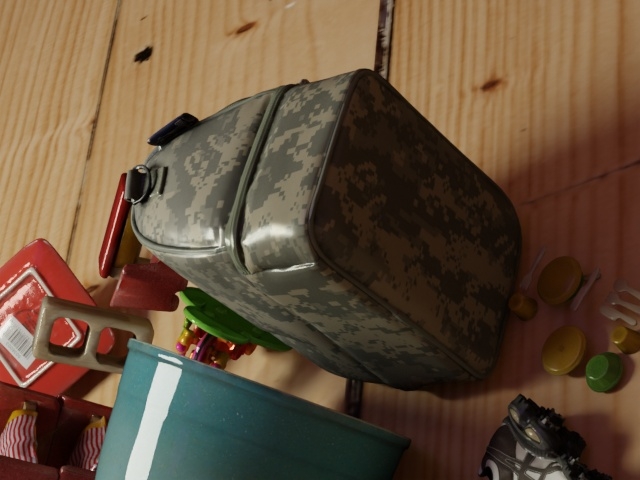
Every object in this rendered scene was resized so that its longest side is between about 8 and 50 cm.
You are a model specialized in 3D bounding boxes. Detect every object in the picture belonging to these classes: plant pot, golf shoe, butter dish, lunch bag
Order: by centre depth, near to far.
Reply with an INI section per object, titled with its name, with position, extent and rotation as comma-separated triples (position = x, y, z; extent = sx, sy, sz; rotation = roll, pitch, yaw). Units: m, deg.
[golf shoe]
position = 0.194, 0.215, 1.401
extent = 0.094, 0.077, 0.198
rotation = -52, 28, 11
[plant pot]
position = -0.087, 0.252, 1.523
extent = 0.272, 0.272, 0.255
rotation = 12, 80, 50
[lunch bag]
position = 0.000, 0.000, 1.571
extent = 0.256, 0.305, 0.212
rotation = -12, 53, 39
[butter dish]
position = -0.316, 0.098, 1.989
extent = 0.160, 0.118, 0.160
rotation = -40, 81, 16

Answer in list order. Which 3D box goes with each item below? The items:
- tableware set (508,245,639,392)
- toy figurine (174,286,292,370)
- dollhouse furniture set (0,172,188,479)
[tableware set]
position = 0.227, 0.072, 1.511
extent = 0.154, 0.024, 0.104
rotation = 28, 87, 51
[toy figurine]
position = -0.124, 0.148, 1.731
extent = 0.130, 0.173, 0.159
rotation = 28, 98, 9
[dollhouse furniture set]
position = -0.245, 0.127, 1.714
extent = 0.201, 0.152, 0.374
rotation = -122, 46, -71
